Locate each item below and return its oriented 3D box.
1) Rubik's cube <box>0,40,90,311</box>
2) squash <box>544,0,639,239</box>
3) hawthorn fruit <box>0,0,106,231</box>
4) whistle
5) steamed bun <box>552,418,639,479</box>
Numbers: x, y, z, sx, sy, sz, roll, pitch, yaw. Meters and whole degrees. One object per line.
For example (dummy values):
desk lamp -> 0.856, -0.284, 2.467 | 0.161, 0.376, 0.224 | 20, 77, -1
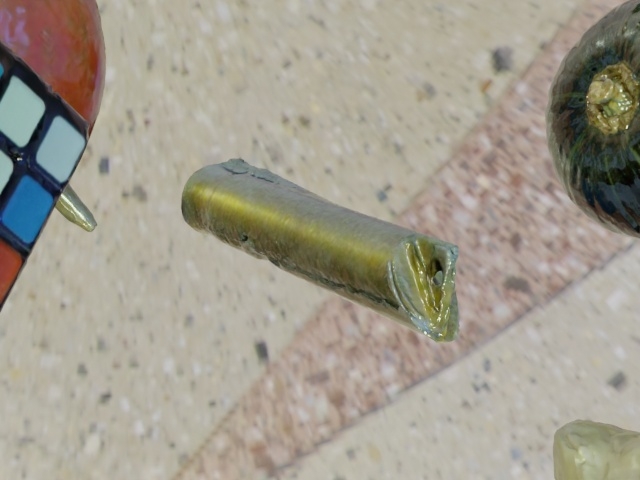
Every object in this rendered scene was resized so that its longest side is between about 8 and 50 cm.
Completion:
Rubik's cube -> -0.254, -0.036, 0.908 | 0.182, 0.184, 0.187 | 44, 68, -48
squash -> 0.254, -0.092, 1.384 | 0.156, 0.193, 0.193 | -10, 105, -26
hawthorn fruit -> -0.210, -0.106, 1.127 | 0.199, 0.199, 0.251 | -39, 99, 4
whistle -> -0.001, 0.000, 1.386 | 0.057, 0.326, 0.068 | 0, 103, -33
steamed bun -> 0.332, 0.105, 1.169 | 0.372, 0.325, 0.230 | -31, 70, 14
